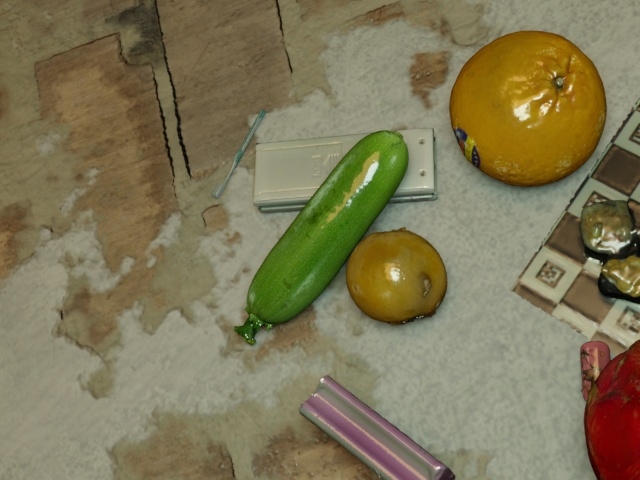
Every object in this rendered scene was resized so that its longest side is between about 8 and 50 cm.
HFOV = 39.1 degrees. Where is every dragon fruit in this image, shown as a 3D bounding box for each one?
[{"bbox_3d":[0.418,0.225,1.036,0.241,0.241,0.252,-21,49,8],"label":"dragon fruit"}]

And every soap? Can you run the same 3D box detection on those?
[{"bbox_3d":[0.075,0.268,1.184,0.203,0.122,0.065,34,81,23],"label":"soap"}]

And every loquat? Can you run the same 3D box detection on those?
[{"bbox_3d":[0.107,0.050,1.251,0.141,0.141,0.141,-5,69,14],"label":"loquat"}]

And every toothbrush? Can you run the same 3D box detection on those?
[{"bbox_3d":[-0.132,-0.141,1.458,0.014,0.011,0.167,22,77,28],"label":"toothbrush"}]

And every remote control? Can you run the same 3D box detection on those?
[{"bbox_3d":[0.037,-0.105,1.372,0.277,0.055,0.102,-4,69,13],"label":"remote control"}]

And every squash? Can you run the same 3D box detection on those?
[{"bbox_3d":[0.000,0.000,1.291,0.101,0.101,0.378,45,102,25],"label":"squash"}]

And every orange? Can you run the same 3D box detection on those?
[{"bbox_3d":[0.290,-0.186,1.262,0.219,0.193,0.219,-1,57,2],"label":"orange"}]

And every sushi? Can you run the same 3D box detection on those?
[{"bbox_3d":[0.491,0.001,1.198,0.343,0.064,0.359,33,81,24],"label":"sushi"}]

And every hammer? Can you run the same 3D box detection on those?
[{"bbox_3d":[0.362,0.174,1.183,0.043,0.043,0.083,-4,71,15],"label":"hammer"}]
